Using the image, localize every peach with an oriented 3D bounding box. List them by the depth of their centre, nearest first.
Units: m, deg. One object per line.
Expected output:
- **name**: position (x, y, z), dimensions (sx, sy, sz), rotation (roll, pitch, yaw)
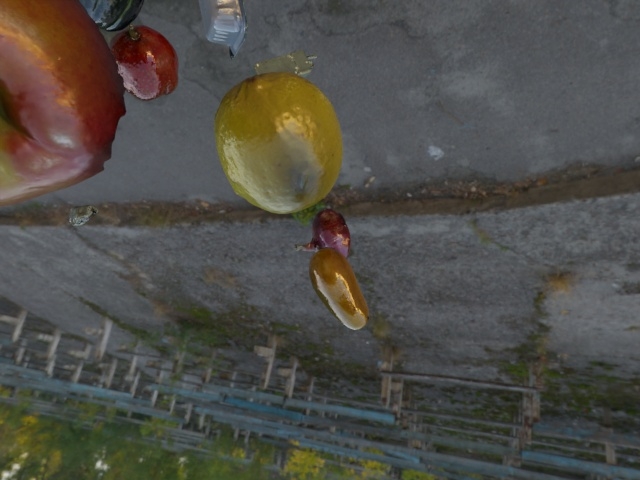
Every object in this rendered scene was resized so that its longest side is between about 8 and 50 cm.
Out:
- **peach**: position (-0.469, -0.215, 0.554), dimensions (0.406, 0.335, 0.310), rotation (35, -156, 20)

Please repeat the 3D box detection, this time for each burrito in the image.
- **burrito**: position (-0.724, -0.075, 1.339), dimensions (0.058, 0.063, 0.229), rotation (7, 176, -39)

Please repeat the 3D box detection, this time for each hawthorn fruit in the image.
- **hawthorn fruit**: position (-0.544, -0.559, 1.356), dimensions (0.205, 0.205, 0.253), rotation (12, 149, -2)

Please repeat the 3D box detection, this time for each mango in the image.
- **mango**: position (0.038, 0.098, 0.910), dimensions (0.178, 0.090, 0.115), rotation (59, 172, -4)

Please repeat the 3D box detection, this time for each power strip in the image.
- **power strip**: position (-0.127, -0.658, 1.691), dimensions (0.053, 0.288, 0.093), rotation (-16, 101, 60)

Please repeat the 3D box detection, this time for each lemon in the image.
- **lemon**: position (-0.080, -0.192, 0.881), dimensions (0.260, 0.260, 0.284), rotation (-10, 134, 41)

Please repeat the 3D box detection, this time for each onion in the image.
- **onion**: position (0.000, 0.000, 1.109), dimensions (0.140, 0.150, 0.150), rotation (-14, 160, -11)

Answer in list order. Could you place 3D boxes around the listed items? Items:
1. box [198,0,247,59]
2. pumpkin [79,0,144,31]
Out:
- **box**: position (-0.346, -0.814, 1.485), dimensions (0.106, 0.337, 0.264), rotation (-12, -174, -22)
- **pumpkin**: position (-0.589, -0.651, 1.061), dimensions (0.323, 0.241, 0.323), rotation (17, -163, -5)
